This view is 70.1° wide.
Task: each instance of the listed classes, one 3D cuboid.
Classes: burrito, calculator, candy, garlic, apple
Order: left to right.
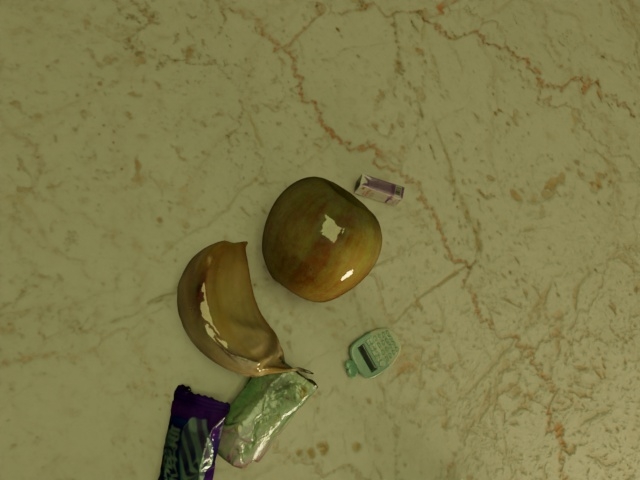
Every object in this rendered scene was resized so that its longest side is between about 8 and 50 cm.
[{"bbox_3d":[-0.260,0.436,0.897,0.145,0.070,0.276,1,74,29],"label":"candy"},{"bbox_3d":[-0.175,0.162,0.929,0.196,0.151,0.339,-25,76,-16],"label":"garlic"},{"bbox_3d":[-0.122,0.357,0.953,0.143,0.089,0.229,37,70,0],"label":"burrito"},{"bbox_3d":[0.000,0.000,0.983,0.256,0.257,0.234,29,106,-6],"label":"apple"},{"bbox_3d":[0.121,0.264,1.063,0.152,0.021,0.095,-29,86,-18],"label":"calculator"}]

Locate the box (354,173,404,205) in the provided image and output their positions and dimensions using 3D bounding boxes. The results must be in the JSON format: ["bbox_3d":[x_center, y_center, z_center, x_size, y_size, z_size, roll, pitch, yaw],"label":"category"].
[{"bbox_3d":[0.146,-0.125,1.135,0.117,0.051,0.036,15,68,-9],"label":"box"}]
